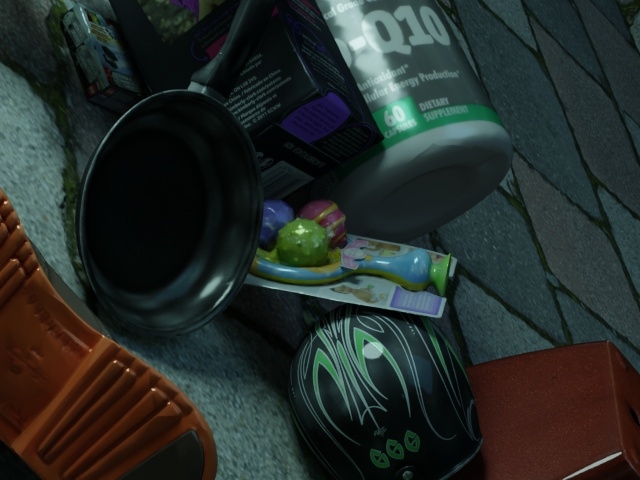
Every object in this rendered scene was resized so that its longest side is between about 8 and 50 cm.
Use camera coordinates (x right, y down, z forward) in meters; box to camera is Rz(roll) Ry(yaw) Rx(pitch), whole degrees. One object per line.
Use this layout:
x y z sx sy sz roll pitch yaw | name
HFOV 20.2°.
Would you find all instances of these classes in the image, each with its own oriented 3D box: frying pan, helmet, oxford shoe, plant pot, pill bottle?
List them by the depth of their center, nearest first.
-0.222 0.052 1.169 0.364 0.130 0.133 48 -11 -4 | oxford shoe
-0.117 -0.085 1.415 0.197 0.053 0.326 -2 97 -48 | frying pan
0.050 0.131 1.542 0.161 0.169 0.169 61 21 -6 | helmet
0.221 0.250 1.638 0.267 0.235 0.267 48 23 -23 | plant pot
0.028 -0.189 1.794 0.204 0.204 0.361 16 43 -59 | pill bottle

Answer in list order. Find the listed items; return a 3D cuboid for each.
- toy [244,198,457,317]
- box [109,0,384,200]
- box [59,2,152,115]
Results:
0.000 0.000 1.560 0.237 0.056 0.137 14 23 5 | toy
-0.080 -0.185 1.635 0.165 0.143 0.270 29 33 -63 | box
-0.173 -0.152 1.632 0.137 0.027 0.094 23 38 -56 | box
